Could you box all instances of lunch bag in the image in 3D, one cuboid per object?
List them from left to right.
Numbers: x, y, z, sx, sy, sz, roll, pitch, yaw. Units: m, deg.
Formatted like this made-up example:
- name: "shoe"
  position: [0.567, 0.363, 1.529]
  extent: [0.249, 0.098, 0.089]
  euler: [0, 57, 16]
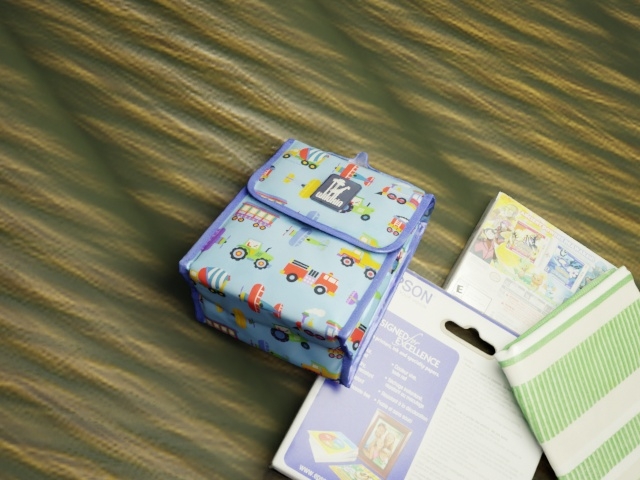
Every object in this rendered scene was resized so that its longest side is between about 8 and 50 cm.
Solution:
- name: "lunch bag"
  position: [0.000, 0.000, 0.909]
  extent: [0.220, 0.138, 0.293]
  euler: [21, 57, 17]

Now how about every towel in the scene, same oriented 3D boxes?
- name: "towel"
  position: [0.385, 0.229, 0.932]
  extent: [0.247, 0.038, 0.325]
  euler: [-30, 95, -22]

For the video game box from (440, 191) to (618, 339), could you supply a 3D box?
- name: "video game box"
  position: [0.288, 0.063, 0.996]
  extent: [0.205, 0.048, 0.187]
  euler: [34, 75, -1]

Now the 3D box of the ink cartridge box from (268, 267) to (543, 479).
- name: "ink cartridge box"
  position: [0.137, 0.228, 0.916]
  extent: [0.303, 0.072, 0.307]
  euler: [31, 68, 0]
